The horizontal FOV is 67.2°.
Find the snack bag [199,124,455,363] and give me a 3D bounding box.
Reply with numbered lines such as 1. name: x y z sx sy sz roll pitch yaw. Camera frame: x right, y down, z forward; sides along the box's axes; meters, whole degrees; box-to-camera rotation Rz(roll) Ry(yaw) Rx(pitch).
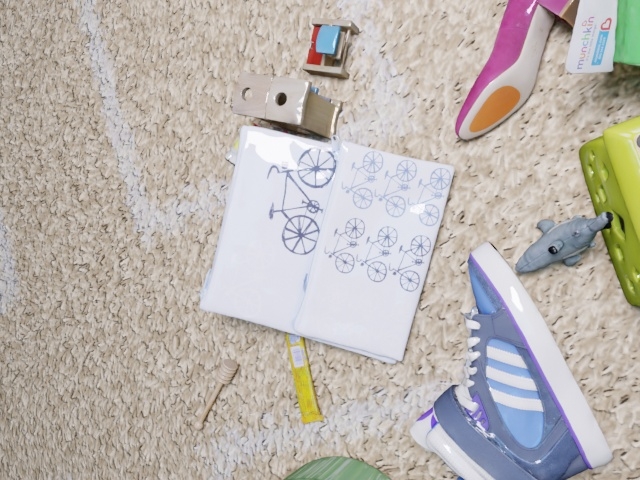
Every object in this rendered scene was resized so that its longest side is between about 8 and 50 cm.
1. snack bag: 0.000 0.000 0.746 0.342 0.037 0.323 15 98 4

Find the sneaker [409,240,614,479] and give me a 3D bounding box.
1. sneaker: 0.207 0.191 0.656 0.236 0.130 0.323 -28 84 18

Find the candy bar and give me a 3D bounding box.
1. candy bar: -0.030 0.233 0.828 0.040 0.018 0.161 -14 84 21

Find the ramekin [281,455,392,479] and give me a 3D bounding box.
1. ramekin: 0.021 0.491 0.734 0.303 0.148 0.303 0 90 25

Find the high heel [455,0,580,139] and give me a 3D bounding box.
1. high heel: 0.254 -0.264 0.679 0.244 0.082 0.117 -58 40 27

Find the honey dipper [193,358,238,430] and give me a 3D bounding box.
1. honey dipper: -0.202 0.292 0.904 0.030 0.030 0.160 36 107 20

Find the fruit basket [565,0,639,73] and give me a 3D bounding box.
1. fruit basket: 0.412 -0.357 0.471 0.327 0.165 0.353 -8 112 -8

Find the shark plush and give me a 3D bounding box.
1. shark plush: 0.312 0.008 0.606 0.067 0.161 0.073 -26 88 -15

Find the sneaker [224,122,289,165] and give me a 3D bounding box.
1. sneaker: -0.066 -0.136 0.812 0.208 0.081 0.094 30 95 20

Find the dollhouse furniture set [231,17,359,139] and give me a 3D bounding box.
1. dollhouse furniture set: -0.039 -0.273 0.770 0.129 0.129 0.183 16 98 24

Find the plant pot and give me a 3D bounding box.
1. plant pot: 0.431 -0.051 0.513 0.227 0.207 0.228 -18 82 24
